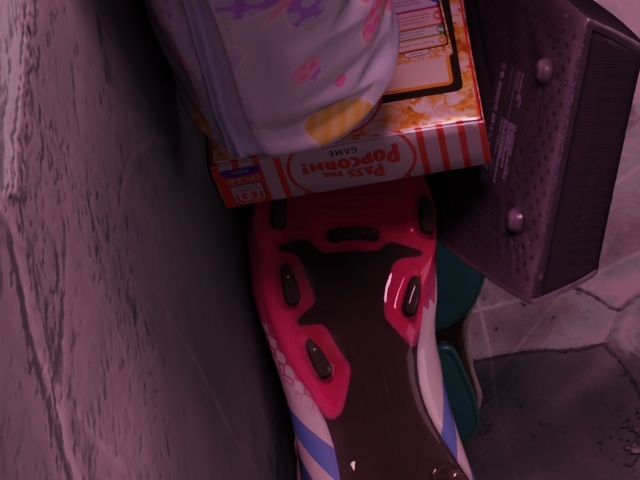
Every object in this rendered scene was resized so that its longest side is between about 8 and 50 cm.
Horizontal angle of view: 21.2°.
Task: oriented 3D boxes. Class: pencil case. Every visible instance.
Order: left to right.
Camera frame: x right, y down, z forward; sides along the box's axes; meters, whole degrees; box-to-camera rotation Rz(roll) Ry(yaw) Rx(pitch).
[{"bbox_3d":[-0.035,-0.133,0.710,0.273,0.114,0.124,65,26,-69],"label":"pencil case"}]

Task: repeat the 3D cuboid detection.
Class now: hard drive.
[{"bbox_3d":[0.099,-0.080,0.986,0.254,0.054,0.172,-134,-131,-62],"label":"hard drive"}]

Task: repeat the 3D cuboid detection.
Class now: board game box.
[{"bbox_3d":[0.008,-0.120,0.944,0.045,0.147,0.193,71,12,-58],"label":"board game box"}]

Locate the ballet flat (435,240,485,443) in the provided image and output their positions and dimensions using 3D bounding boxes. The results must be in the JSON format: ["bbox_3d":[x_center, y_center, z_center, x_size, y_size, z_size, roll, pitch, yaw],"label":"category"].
[{"bbox_3d":[0.070,0.052,1.505,0.400,0.139,0.139,80,4,-55],"label":"ballet flat"}]

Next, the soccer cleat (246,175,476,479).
[{"bbox_3d":[0.015,0.078,1.006,0.143,0.116,0.331,142,-62,-70],"label":"soccer cleat"}]
